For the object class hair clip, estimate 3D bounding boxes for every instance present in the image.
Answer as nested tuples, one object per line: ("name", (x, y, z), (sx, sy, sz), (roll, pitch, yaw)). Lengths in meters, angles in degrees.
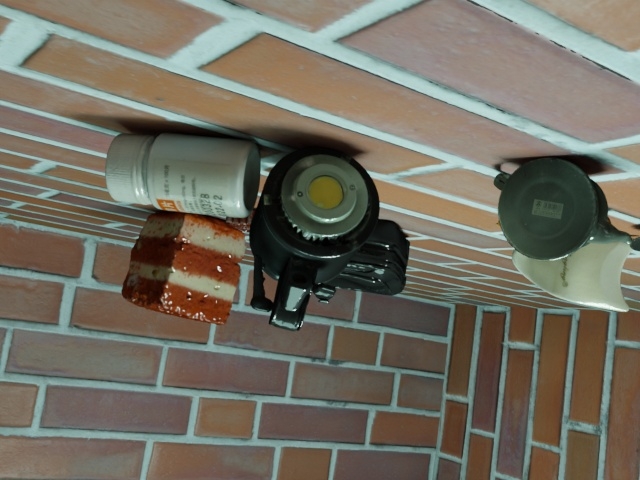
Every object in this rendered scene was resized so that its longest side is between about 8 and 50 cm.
("hair clip", (0.597, 0.057, 1.770), (0.113, 0.172, 0.282), (3, -172, -31))

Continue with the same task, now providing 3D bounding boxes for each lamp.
("lamp", (-0.012, -0.048, 1.337), (0.205, 0.374, 0.272), (15, 139, -8))

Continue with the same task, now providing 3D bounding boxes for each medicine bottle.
("medicine bottle", (-0.242, -0.121, 1.321), (0.252, 0.144, 0.144), (8, 172, 7))

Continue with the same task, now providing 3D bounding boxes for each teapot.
("teapot", (0.390, -0.054, 1.217), (0.239, 0.162, 0.149), (33, -159, 36))

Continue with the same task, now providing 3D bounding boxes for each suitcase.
("suitcase", (0.066, 0.031, 2.058), (0.346, 0.188, 0.339), (7, 167, 17))

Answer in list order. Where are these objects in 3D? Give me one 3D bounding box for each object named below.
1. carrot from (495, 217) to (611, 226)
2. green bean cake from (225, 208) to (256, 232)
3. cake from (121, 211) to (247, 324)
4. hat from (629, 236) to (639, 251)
("carrot", (0.476, -0.037, 1.527), (0.248, 0.059, 0.059), (6, 173, 42))
("green bean cake", (-0.180, -0.052, 2.073), (0.135, 0.056, 0.136), (2, 170, 28))
("cake", (-0.426, 0.079, 2.317), (0.270, 0.319, 0.270), (3, 166, 46))
("hat", (0.716, -0.001, 1.559), (0.121, 0.050, 0.121), (13, 173, 2))
